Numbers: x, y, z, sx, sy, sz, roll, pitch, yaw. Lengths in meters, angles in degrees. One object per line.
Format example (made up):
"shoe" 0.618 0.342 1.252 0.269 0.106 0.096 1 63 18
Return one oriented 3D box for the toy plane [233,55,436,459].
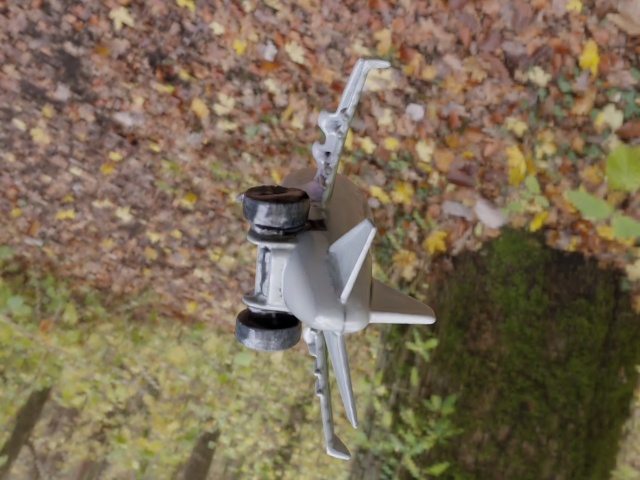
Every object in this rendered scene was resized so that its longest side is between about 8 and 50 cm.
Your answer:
"toy plane" -0.005 0.000 0.589 0.101 0.255 0.251 1 111 -10
